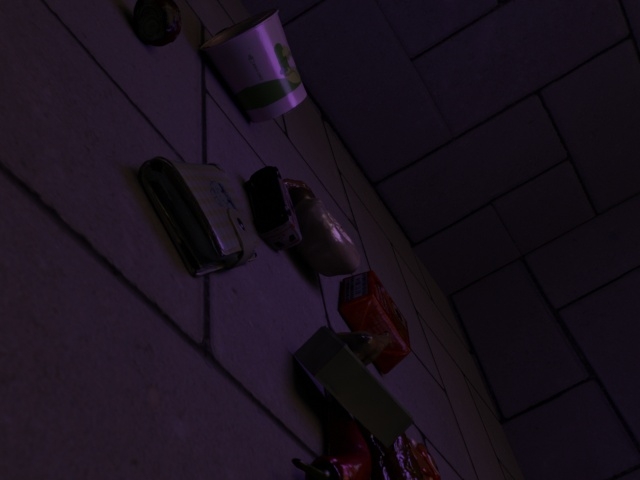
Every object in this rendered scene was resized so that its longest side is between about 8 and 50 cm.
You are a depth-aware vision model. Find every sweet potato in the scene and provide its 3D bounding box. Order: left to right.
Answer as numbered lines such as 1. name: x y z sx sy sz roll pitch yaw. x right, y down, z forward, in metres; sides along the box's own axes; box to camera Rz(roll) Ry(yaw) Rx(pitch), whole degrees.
1. sweet potato: -0.067 -0.146 2.135 0.068 0.059 0.206 27 4 34

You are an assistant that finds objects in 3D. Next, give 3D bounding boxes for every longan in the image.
1. longan: -0.053 -0.090 1.972 0.113 0.092 0.113 -12 90 -81

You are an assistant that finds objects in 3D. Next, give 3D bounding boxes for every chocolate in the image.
1. chocolate: 0.155 0.217 2.057 0.234 0.108 0.237 56 14 -12

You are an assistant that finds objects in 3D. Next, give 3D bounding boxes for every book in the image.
1. book: 0.036 0.337 1.501 0.077 0.014 0.111 51 14 -28

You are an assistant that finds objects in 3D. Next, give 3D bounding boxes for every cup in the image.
1. cup: -0.182 -0.501 2.130 0.253 0.253 0.273 -94 160 -64

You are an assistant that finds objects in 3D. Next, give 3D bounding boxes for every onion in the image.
1. onion: -0.366 -0.496 1.646 0.118 0.119 0.117 -65 157 -76

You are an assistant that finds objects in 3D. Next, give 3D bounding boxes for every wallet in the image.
1. wallet: -0.202 -0.052 1.343 0.223 0.077 0.309 57 11 3

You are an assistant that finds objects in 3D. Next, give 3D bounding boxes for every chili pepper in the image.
1. chili pepper: 0.025 0.375 1.249 0.137 0.092 0.368 42 4 5

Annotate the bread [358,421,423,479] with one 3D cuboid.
1. bread: 0.147 0.436 1.554 0.124 0.084 0.344 49 15 -41

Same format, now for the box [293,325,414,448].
1. box: 0.067 0.284 1.425 0.225 0.086 0.129 48 -7 -21

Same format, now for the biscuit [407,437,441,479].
1. biscuit: 0.251 0.569 1.761 0.205 0.049 0.324 61 10 8

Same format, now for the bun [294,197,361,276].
1. bun: 0.000 0.000 1.868 0.231 0.133 0.231 52 8 -10

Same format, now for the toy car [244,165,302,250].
1. toy car: -0.107 -0.079 1.734 0.108 0.090 0.209 47 19 -48

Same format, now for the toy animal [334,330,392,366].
1. toy animal: 0.111 0.257 1.791 0.103 0.101 0.219 63 12 20
